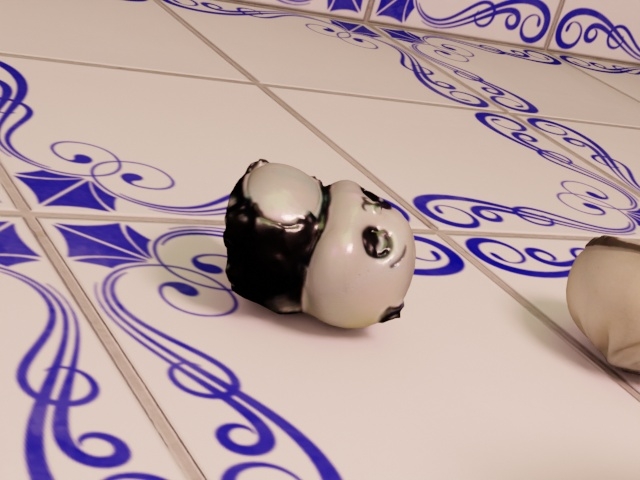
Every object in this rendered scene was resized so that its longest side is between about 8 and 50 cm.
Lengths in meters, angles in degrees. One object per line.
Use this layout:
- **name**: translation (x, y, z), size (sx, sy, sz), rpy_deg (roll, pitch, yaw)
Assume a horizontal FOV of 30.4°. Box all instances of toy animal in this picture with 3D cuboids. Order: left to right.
- **toy animal**: translation (0.000, 0.000, 1.086), size (0.179, 0.138, 0.166), rpy_deg (12, 38, 1)

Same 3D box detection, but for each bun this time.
- **bun**: translation (0.325, 0.074, 1.165), size (0.173, 0.120, 0.173), rpy_deg (19, -5, 2)
